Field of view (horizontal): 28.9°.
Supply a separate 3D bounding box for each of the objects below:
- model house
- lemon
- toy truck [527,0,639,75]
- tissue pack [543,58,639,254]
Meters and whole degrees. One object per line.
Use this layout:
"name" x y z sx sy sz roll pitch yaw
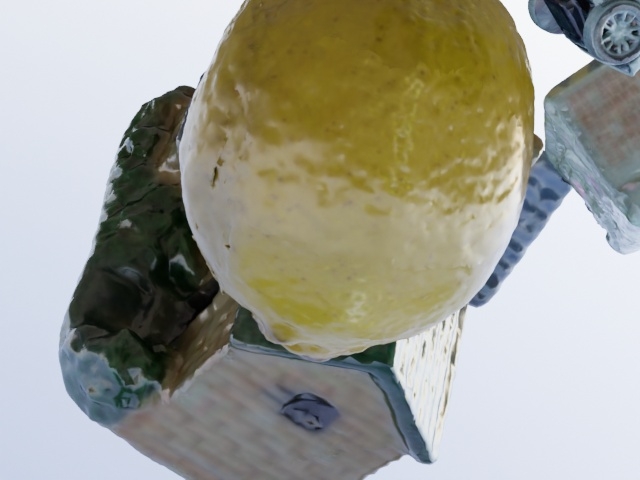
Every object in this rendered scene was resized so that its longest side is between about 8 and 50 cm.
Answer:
"model house" 0.000 0.000 1.094 0.334 0.342 0.382 33 -134 -19
"lemon" 0.021 -0.052 0.709 0.204 0.260 0.204 12 -166 -3
"toy truck" 0.129 -0.175 0.574 0.115 0.178 0.080 -36 -153 0
"tissue pack" 0.316 -0.124 0.890 0.128 0.311 0.228 56 -174 10
